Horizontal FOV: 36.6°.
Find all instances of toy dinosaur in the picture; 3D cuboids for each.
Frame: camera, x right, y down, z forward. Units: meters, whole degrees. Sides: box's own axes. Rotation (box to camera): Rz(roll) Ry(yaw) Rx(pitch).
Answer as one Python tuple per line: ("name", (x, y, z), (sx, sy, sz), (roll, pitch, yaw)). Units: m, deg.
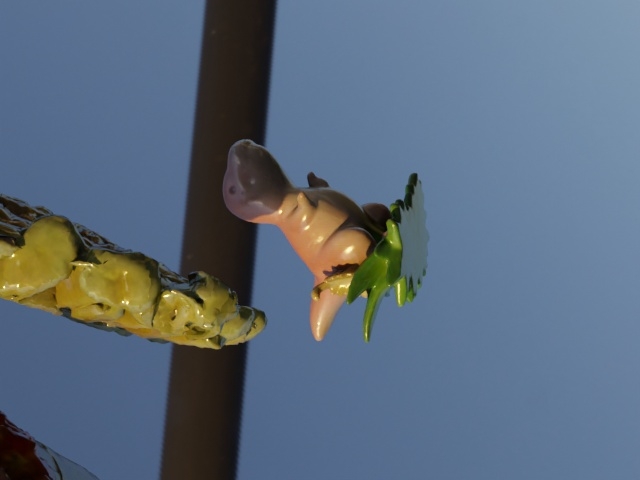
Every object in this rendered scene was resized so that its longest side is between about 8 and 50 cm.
("toy dinosaur", (-0.002, 0.005, 0.878), (0.152, 0.177, 0.194), (-61, -37, -53))

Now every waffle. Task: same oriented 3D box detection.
("waffle", (-0.190, 0.014, 0.647), (0.317, 0.297, 0.073), (23, -95, -9))

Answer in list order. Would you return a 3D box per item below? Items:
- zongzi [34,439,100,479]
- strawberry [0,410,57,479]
("zongzi", (-0.376, 0.344, 1.018), (0.145, 0.274, 0.300), (36, -103, 27))
("strawberry", (-0.326, 0.171, 0.588), (0.292, 0.343, 0.292), (53, -163, -23))
